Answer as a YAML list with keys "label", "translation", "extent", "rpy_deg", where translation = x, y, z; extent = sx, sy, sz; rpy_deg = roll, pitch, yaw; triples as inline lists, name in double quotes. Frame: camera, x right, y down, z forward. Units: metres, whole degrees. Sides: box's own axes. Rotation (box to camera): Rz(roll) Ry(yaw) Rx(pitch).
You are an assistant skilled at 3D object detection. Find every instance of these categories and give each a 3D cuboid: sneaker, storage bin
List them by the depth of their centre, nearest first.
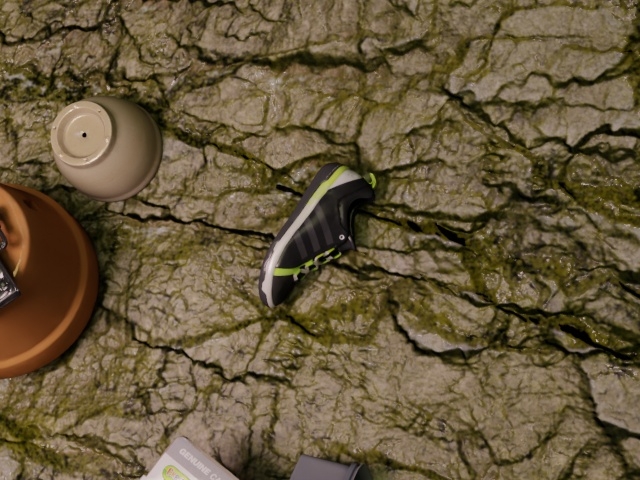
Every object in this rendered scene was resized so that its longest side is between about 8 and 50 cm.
- label: "storage bin"
  translation: [0.000, 0.353, 1.142]
  extent: [0.091, 0.098, 0.135]
  rpy_deg: [14, 61, 25]
- label: "sneaker"
  translation: [0.000, 0.000, 1.198]
  extent: [0.097, 0.084, 0.234]
  rpy_deg: [29, 89, 14]

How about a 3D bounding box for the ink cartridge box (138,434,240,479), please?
- label: "ink cartridge box"
  translation: [-0.135, 0.447, 1.098]
  extent: [0.309, 0.130, 0.272]
  rpy_deg: [35, 81, 17]

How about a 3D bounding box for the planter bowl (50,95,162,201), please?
- label: "planter bowl"
  translation: [-0.331, -0.145, 1.281]
  extent: [0.162, 0.109, 0.162]
  rpy_deg: [-2, 82, 13]

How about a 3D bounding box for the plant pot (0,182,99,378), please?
- label: "plant pot"
  translation: [-0.474, 0.037, 1.202]
  extent: [0.291, 0.203, 0.290]
  rpy_deg: [1, 74, -2]

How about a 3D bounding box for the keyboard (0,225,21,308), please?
- label: "keyboard"
  translation: [-0.445, 0.009, 1.095]
  extent: [0.108, 0.023, 0.180]
  rpy_deg: [-36, 79, -5]
